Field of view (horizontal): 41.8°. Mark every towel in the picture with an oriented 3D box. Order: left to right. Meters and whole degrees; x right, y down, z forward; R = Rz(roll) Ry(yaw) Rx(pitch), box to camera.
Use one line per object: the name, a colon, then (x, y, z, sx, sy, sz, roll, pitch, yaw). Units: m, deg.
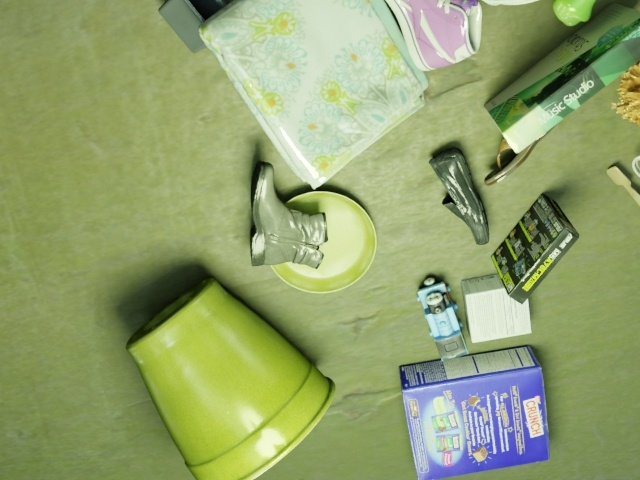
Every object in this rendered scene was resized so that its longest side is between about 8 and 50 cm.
towel: (0.004, -0.330, 1.568, 0.320, 0.090, 0.374, -40, 112, -12)

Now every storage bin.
storage bin: (-0.234, -0.429, 1.588, 0.091, 0.098, 0.135, -22, 117, 39)

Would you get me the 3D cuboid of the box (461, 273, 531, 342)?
box: (0.392, 0.147, 1.869, 0.137, 0.072, 0.126, -10, 114, 4)

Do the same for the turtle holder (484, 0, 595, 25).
turtle holder: (0.371, -0.535, 1.491, 0.320, 0.243, 0.227, 5, 145, -42)

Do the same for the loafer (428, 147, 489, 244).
loafer: (0.294, -0.087, 1.762, 0.078, 0.076, 0.223, -21, 109, 14)

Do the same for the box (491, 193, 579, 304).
box: (0.441, 0.014, 1.745, 0.045, 0.191, 0.184, 28, 110, -12)

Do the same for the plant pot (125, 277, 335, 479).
plant pot: (-0.219, 0.285, 1.793, 0.366, 0.366, 0.353, -35, 100, 14)

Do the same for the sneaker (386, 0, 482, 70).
sneaker: (0.206, -0.458, 1.530, 0.161, 0.102, 0.282, -6, 122, 48)

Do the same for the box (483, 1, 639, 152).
box: (0.463, -0.310, 1.573, 0.322, 0.232, 0.058, -40, 105, 15)

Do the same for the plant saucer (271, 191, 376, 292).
plant saucer: (0.000, 0.000, 1.812, 0.240, 0.037, 0.241, 0, 115, -1)

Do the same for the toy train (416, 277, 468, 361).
toy train: (0.271, 0.173, 1.860, 0.080, 0.105, 0.184, -19, 114, 7)

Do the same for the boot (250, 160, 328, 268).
boot: (-0.063, -0.053, 1.734, 0.161, 0.083, 0.247, -1, 120, -8)

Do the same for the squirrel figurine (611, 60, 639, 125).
squirrel figurine: (0.728, -0.304, 1.484, 0.281, 0.370, 0.397, 46, 138, 4)

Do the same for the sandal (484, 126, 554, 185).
sandal: (0.407, -0.201, 1.705, 0.060, 0.090, 0.219, 41, 110, 0)

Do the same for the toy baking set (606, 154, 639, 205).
toy baking set: (0.731, -0.098, 1.732, 0.256, 0.030, 0.197, 10, 141, 41)

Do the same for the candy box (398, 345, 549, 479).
candy box: (0.360, 0.404, 1.961, 0.317, 0.122, 0.268, -9, 114, 4)
